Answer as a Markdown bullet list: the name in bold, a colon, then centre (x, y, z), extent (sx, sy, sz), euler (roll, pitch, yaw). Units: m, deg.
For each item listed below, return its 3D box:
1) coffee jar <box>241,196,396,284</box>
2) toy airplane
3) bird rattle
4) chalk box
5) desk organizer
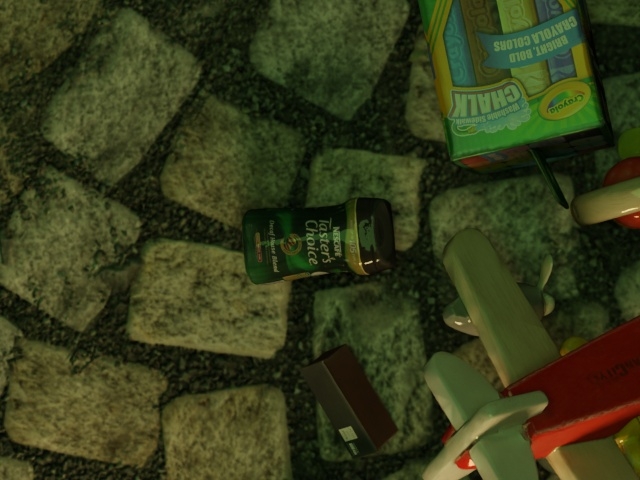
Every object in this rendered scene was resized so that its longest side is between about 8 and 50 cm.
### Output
- **coffee jar**: centre (0.000, 0.000, 1.797), extent (0.184, 0.079, 0.096), euler (-7, 85, 15)
- **toy airplane**: centre (0.277, 0.196, 1.609), extent (0.384, 0.272, 0.386), euler (19, 59, 4)
- **bird rattle**: centre (0.380, -0.053, 1.599), extent (0.206, 0.253, 0.143), euler (-19, 97, -3)
- **chalk box**: centre (0.233, -0.176, 1.691), extent (0.179, 0.180, 0.289), euler (-11, 82, 15)
- **desk organizer**: centre (0.036, 0.196, 1.789), extent (0.047, 0.050, 0.130), euler (-27, 96, 46)
